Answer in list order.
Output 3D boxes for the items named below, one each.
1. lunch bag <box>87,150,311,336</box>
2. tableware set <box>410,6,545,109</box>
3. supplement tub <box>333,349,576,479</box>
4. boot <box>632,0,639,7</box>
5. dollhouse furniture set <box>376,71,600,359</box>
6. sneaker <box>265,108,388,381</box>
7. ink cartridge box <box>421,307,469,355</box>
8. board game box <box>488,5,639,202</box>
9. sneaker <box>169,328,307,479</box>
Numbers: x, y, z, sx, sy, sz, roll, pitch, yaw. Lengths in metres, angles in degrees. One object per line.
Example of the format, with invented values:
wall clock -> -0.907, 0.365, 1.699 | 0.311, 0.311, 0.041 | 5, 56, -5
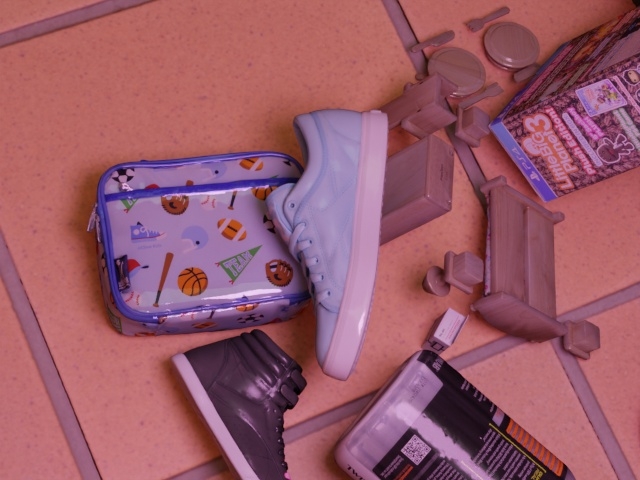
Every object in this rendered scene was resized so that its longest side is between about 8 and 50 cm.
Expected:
lunch bag -> -0.156, -0.003, 1.791 | 0.303, 0.115, 0.243 | -4, 71, -15
tableware set -> 0.239, -0.261, 2.000 | 0.194, 0.039, 0.128 | -26, 68, -25
supplement tub -> 0.188, 0.304, 1.719 | 0.316, 0.193, 0.193 | 41, 69, 4
boot -> 0.618, -0.359, 1.956 | 0.269, 0.089, 0.236 | -32, 78, -15
dollhouse furniture set -> 0.216, -0.011, 1.913 | 0.355, 0.173, 0.303 | 29, 51, -33
sneaker -> 0.000, 0.000, 1.720 | 0.150, 0.135, 0.366 | 5, 64, 1
ink cartridge box -> 0.168, 0.122, 1.833 | 0.028, 0.083, 0.048 | 31, 68, -1
board game box -> 0.418, -0.206, 1.844 | 0.141, 0.291, 0.232 | 52, 53, -12
sneaker -> -0.060, 0.241, 1.732 | 0.147, 0.104, 0.296 | -29, 76, -14
